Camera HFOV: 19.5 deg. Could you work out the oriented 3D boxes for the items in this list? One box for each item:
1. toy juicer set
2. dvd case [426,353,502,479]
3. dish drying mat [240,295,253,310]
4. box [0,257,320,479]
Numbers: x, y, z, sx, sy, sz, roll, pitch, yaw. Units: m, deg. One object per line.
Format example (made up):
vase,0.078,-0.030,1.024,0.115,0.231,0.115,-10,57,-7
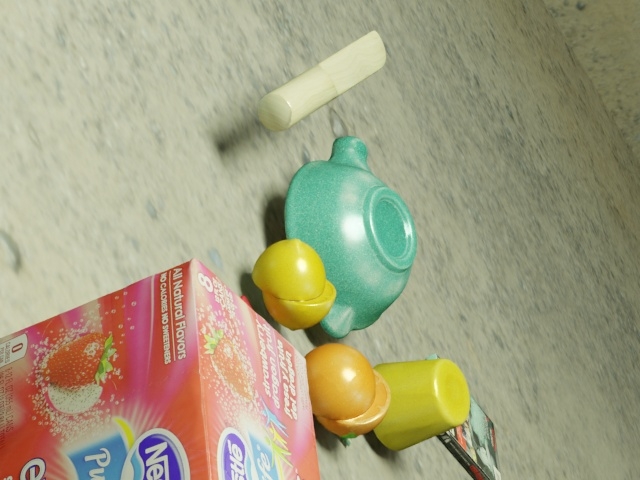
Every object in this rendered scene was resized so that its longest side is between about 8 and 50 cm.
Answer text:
toy juicer set,0.000,0.000,1.393,0.209,0.089,0.329,-1,76,-56
dvd case,0.128,0.166,1.646,0.119,0.013,0.087,49,26,-41
dish drying mat,-0.054,0.069,1.264,0.032,0.008,0.083,61,18,-20
box,-0.076,0.155,0.912,0.122,0.128,0.256,47,27,-46
